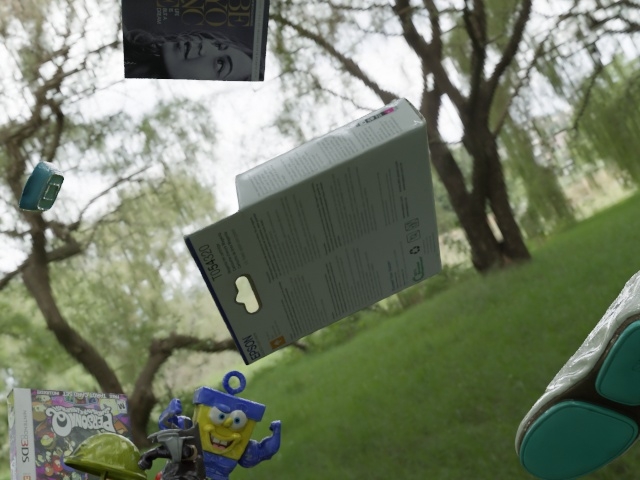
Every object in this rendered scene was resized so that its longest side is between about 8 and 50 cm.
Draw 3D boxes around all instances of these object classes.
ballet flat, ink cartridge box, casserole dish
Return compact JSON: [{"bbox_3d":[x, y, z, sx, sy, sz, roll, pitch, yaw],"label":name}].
[{"bbox_3d":[0.372,0.175,1.128,0.139,0.139,0.400,-24,-31,-30],"label":"ballet flat"},{"bbox_3d":[0.000,0.000,1.187,0.330,0.071,0.324,-24,-37,-7],"label":"ink cartridge box"},{"bbox_3d":[-0.600,-0.111,1.902,0.188,0.037,0.114,-172,106,-85],"label":"casserole dish"}]

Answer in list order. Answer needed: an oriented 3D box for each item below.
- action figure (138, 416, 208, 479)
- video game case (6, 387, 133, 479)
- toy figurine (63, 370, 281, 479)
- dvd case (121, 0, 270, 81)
[{"bbox_3d":[-0.180,0.340,1.108,0.099,0.185,0.285,-14,16,-6],"label":"action figure"},{"bbox_3d":[-0.463,0.382,1.644,0.232,0.210,0.042,12,-43,-34],"label":"video game case"},{"bbox_3d":[-0.195,0.301,1.387,0.363,0.217,0.191,21,-12,-12],"label":"toy figurine"},{"bbox_3d":[-0.190,-0.318,1.340,0.221,0.018,0.164,-1,-49,-11],"label":"dvd case"}]
